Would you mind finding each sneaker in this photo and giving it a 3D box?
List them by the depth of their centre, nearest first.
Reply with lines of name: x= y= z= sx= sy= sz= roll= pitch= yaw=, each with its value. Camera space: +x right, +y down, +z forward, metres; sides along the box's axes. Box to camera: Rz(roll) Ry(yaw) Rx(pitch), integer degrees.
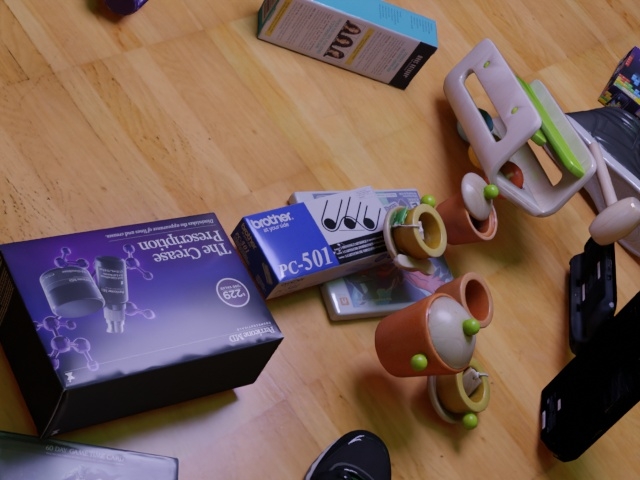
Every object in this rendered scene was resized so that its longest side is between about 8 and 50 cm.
sneaker: x=0.028 y=0.304 z=1.203 sx=0.107 sy=0.124 sz=0.283 roll=35 pitch=47 yaw=-6
sneaker: x=0.483 y=-0.098 z=1.775 sx=0.147 sy=0.104 sz=0.295 roll=-25 pitch=69 yaw=-35

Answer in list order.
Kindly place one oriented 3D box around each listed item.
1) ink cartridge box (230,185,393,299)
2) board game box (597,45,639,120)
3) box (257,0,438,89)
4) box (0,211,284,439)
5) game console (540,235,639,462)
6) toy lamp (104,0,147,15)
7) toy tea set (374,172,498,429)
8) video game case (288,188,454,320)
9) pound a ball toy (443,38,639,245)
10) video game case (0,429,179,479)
ink cartridge box: x=0.000 y=0.000 z=1.426 sx=0.207 sy=0.046 sz=0.097 roll=-16 pitch=67 yaw=-37
board game box: x=0.571 y=-0.235 z=1.966 sx=0.170 sy=0.048 sz=0.141 roll=38 pitch=48 yaw=-2
box: x=0.040 y=-0.305 z=1.660 sx=0.244 sy=0.100 sz=0.060 roll=16 pitch=51 yaw=-21
box: x=-0.199 y=0.083 z=1.228 sx=0.261 sy=0.103 sz=0.184 roll=-11 pitch=60 yaw=-37
game console: x=0.366 y=0.106 z=1.502 sx=0.044 sy=0.213 sz=0.361 roll=28 pitch=37 yaw=-10
toy lamp: x=-0.238 y=-0.412 z=1.586 sx=0.080 sy=0.080 sz=0.274 roll=24 pitch=48 yaw=-15
toy tea set: x=0.173 y=0.051 z=1.413 sx=0.200 sy=0.124 sz=0.336 roll=31 pitch=53 yaw=-39
video game case: x=0.073 y=0.014 z=1.506 sx=0.201 sy=0.023 sz=0.183 roll=-3 pitch=60 yaw=-33
pound a ball toy: x=0.297 y=-0.121 z=1.619 sx=0.208 sy=0.136 sz=0.319 roll=33 pitch=23 yaw=-27
video game case: x=-0.234 y=0.324 z=1.100 sx=0.196 sy=0.026 sz=0.274 roll=14 pitch=53 yaw=-23
